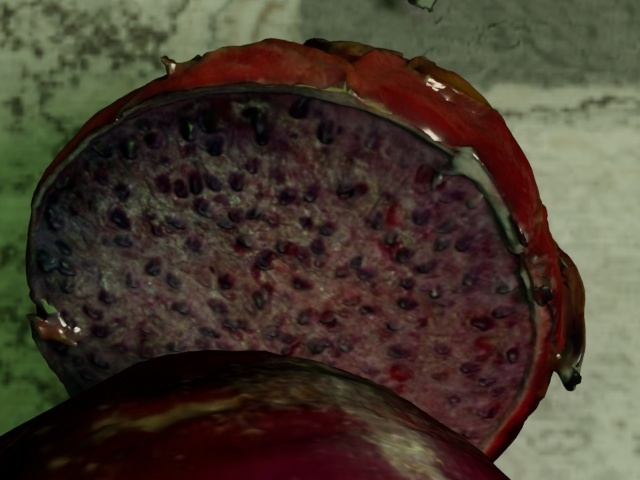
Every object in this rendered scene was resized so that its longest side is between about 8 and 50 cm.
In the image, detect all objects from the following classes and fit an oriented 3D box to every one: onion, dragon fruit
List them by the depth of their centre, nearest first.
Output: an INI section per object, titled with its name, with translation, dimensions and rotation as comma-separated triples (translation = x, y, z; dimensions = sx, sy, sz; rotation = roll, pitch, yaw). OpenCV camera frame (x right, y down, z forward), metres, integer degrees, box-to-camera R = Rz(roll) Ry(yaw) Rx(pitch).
[onion]
translation = 0.012, 0.200, 0.491
dimensions = 0.385, 0.348, 0.348
rotation = -3, 77, -31
[dragon fruit]
translation = -0.002, -0.003, 0.601
dimensions = 0.223, 0.148, 0.218
rotation = 22, 124, -6

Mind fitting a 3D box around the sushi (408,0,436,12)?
[sushi]
translation = 0.010, -0.309, 0.663
dimensions = 0.292, 0.059, 0.294
rotation = 35, 115, 16
